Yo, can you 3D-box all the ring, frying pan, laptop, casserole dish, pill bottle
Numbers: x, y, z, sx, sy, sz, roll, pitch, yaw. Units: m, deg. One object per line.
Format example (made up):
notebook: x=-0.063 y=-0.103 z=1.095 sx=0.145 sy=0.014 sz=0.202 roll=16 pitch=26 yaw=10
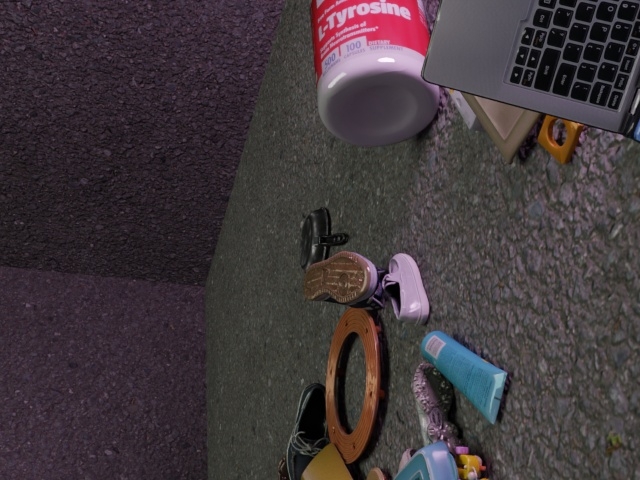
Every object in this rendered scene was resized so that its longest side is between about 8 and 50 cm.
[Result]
ring: x=0.074 y=0.305 z=1.776 sx=0.336 sy=0.032 sz=0.336 roll=-174 pitch=90 yaw=-74
frying pan: x=-0.006 y=0.027 z=2.155 sx=0.326 sy=0.053 sz=0.197 roll=-119 pitch=38 yaw=-69
laptop: x=0.313 y=-0.289 z=0.838 sx=0.236 sy=0.408 sz=0.381 roll=-35 pitch=-40 yaw=-64
casserole dish: x=0.154 y=0.383 z=1.265 sx=0.188 sy=0.037 sz=0.114 roll=118 pitch=149 yaw=-47
pill bottle: x=0.097 y=-0.404 z=1.631 sx=0.229 sy=0.229 sz=0.407 roll=117 pitch=154 yaw=-51

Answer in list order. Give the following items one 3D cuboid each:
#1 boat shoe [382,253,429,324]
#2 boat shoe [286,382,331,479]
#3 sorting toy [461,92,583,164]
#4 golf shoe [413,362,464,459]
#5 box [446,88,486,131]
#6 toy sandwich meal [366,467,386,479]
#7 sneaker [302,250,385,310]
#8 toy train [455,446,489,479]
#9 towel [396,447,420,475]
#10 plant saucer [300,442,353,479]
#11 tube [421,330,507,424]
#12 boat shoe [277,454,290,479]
boat shoe: x=0.148 y=0.088 z=1.543 sx=0.184 sy=0.063 sz=0.066 roll=-101 pitch=24 yaw=-47
boat shoe: x=-0.022 y=0.462 z=1.940 sx=0.079 sy=0.095 sz=0.254 roll=120 pitch=164 yaw=-79
sorting toy: x=0.280 y=-0.237 z=1.199 sx=0.196 sy=0.047 sz=0.347 roll=110 pitch=144 yaw=-48
golf shoe: x=0.180 y=0.287 z=1.351 sx=0.086 sy=0.069 sz=0.176 roll=107 pitch=164 yaw=-50
box: x=0.267 y=-0.290 z=1.334 sx=0.145 sy=0.038 sz=0.186 roll=-104 pitch=27 yaw=-51
toy sandwich meal: x=0.111 y=0.472 z=1.578 sx=0.085 sy=0.029 sz=0.085 roll=-172 pitch=90 yaw=-70
sneaker: x=0.086 y=0.085 z=1.633 sx=0.282 sy=0.153 sz=0.099 roll=168 pitch=110 yaw=-66
toy train: x=0.220 y=0.375 z=1.208 sx=0.166 sy=0.046 sz=0.125 roll=-125 pitch=43 yaw=-72
towel: x=0.154 y=0.564 z=1.344 sx=0.317 sy=0.053 sz=0.331 roll=-117 pitch=38 yaw=-63
plant saucer: x=0.014 y=0.638 z=1.700 sx=0.333 sy=0.081 sz=0.332 roll=-134 pitch=47 yaw=-70
tube: x=0.222 y=0.199 z=1.275 sx=0.207 sy=0.052 sz=0.080 roll=-140 pitch=54 yaw=-65
boat shoe: x=-0.051 y=0.645 z=2.006 sx=0.095 sy=0.095 sz=0.257 roll=23 pitch=-112 yaw=-71
